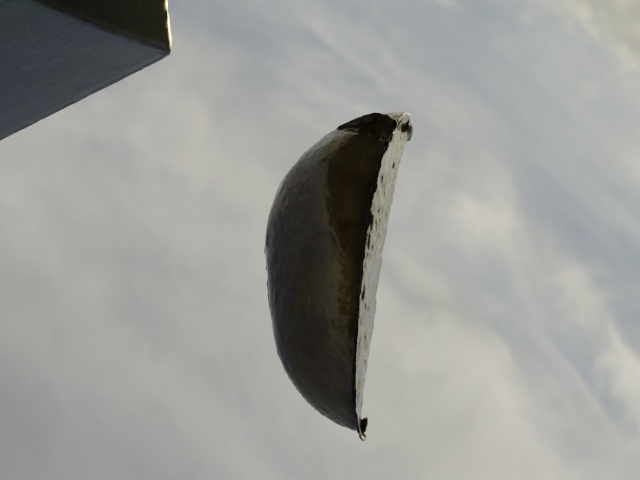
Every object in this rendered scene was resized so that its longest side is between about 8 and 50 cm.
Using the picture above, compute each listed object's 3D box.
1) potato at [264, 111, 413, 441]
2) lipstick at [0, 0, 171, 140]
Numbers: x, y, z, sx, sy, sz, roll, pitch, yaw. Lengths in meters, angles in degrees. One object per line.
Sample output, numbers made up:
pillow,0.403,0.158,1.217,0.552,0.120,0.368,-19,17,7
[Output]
potato,-0.002,0.002,0.928,0.100,0.120,0.261,5,-115,13
lipstick,-0.225,-0.045,0.496,0.079,0.371,0.076,13,-119,-55
